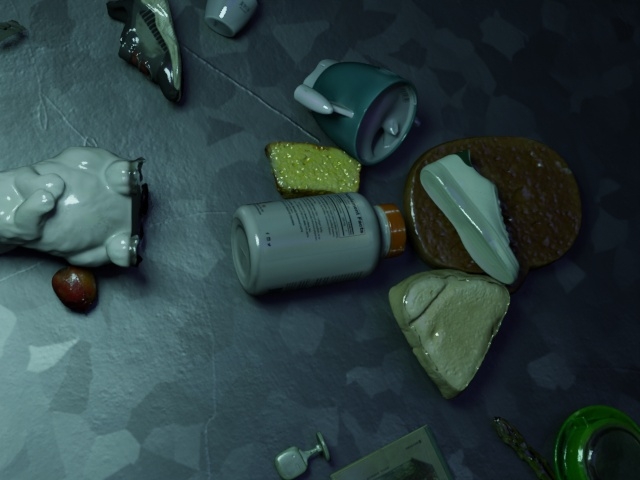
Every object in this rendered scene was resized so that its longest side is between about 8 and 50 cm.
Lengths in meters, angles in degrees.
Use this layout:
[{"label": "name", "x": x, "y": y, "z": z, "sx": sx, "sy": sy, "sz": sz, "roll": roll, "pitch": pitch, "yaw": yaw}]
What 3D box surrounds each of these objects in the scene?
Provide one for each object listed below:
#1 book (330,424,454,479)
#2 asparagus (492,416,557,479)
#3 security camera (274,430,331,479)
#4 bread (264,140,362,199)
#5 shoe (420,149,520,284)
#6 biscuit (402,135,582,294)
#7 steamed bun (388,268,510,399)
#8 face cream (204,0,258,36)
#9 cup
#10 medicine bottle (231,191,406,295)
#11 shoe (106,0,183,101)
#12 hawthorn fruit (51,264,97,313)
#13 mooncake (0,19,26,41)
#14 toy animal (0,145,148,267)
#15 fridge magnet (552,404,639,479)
[{"label": "book", "x": 0.161, "y": 0.490, "z": 1.552, "sx": 0.214, "sy": 0.025, "sz": 0.283, "roll": -23, "pitch": 82, "yaw": -22}, {"label": "asparagus", "x": 0.371, "y": 0.383, "z": 1.641, "sx": 0.036, "sy": 0.030, "sz": 0.165, "roll": -44, "pitch": 91, "yaw": -12}, {"label": "security camera", "x": -0.033, "y": 0.365, "z": 1.518, "sx": 0.092, "sy": 0.058, "sz": 0.058, "roll": -21, "pitch": 82, "yaw": -8}, {"label": "bread", "x": -0.016, "y": -0.124, "z": 1.642, "sx": 0.187, "sy": 0.065, "sz": 0.103, "roll": 4, "pitch": 73, "yaw": -20}, {"label": "shoe", "x": 0.299, "y": -0.051, "z": 1.642, "sx": 0.110, "sy": 0.095, "sz": 0.265, "roll": -36, "pitch": 87, "yaw": -20}, {"label": "biscuit", "x": 0.335, "y": -0.048, "z": 1.731, "sx": 0.367, "sy": 0.063, "sz": 0.314, "roll": -5, "pitch": 81, "yaw": -17}, {"label": "steamed bun", "x": 0.212, "y": 0.135, "z": 1.616, "sx": 0.212, "sy": 0.110, "sz": 0.231, "roll": 40, "pitch": 69, "yaw": -17}, {"label": "face cream", "x": -0.166, "y": -0.434, "z": 1.666, "sx": 0.091, "sy": 0.091, "sz": 0.095, "roll": 27, "pitch": 77, "yaw": -8}, {"label": "cup", "x": 0.060, "y": -0.246, "z": 1.633, "sx": 0.173, "sy": 0.168, "sz": 0.299, "roll": 35, "pitch": 22, "yaw": 33}, {"label": "medicine bottle", "x": 0.000, "y": 0.000, "z": 1.563, "sx": 0.288, "sy": 0.157, "sz": 0.157, "roll": -8, "pitch": 78, "yaw": -19}, {"label": "shoe", "x": -0.309, "y": -0.347, "z": 1.601, "sx": 0.112, "sy": 0.099, "sz": 0.228, "roll": -11, "pitch": 75, "yaw": -12}, {"label": "hawthorn fruit", "x": -0.400, "y": 0.075, "z": 1.467, "sx": 0.077, "sy": 0.077, "sz": 0.077, "roll": 4, "pitch": 74, "yaw": -16}, {"label": "mooncake", "x": -0.577, "y": -0.498, "z": 1.583, "sx": 0.150, "sy": 0.057, "sz": 0.347, "roll": -28, "pitch": 78, "yaw": -9}, {"label": "toy animal", "x": -0.453, "y": -0.053, "z": 1.416, "sx": 0.357, "sy": 0.258, "sz": 0.194, "roll": 1, "pitch": 87, "yaw": -7}, {"label": "fridge magnet", "x": 0.522, "y": 0.406, "z": 1.649, "sx": 0.208, "sy": 0.088, "sz": 0.208, "roll": 4, "pitch": 75, "yaw": -16}]
